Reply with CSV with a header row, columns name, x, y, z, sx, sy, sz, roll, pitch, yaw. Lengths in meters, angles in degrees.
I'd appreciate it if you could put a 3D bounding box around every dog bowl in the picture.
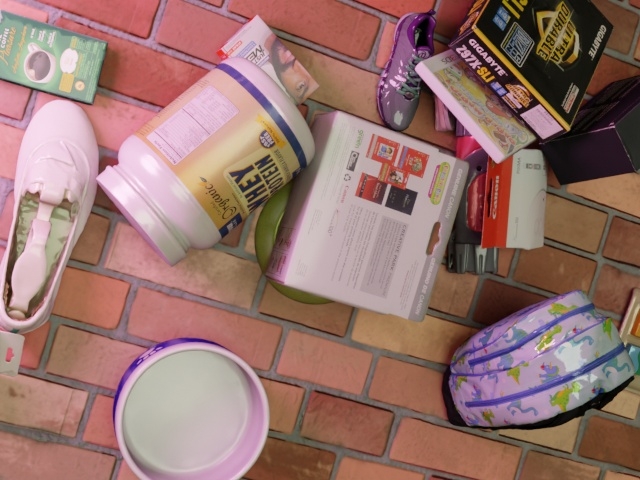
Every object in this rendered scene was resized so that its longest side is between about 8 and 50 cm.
name,x,y,z,sx,sy,sz,roll,pitch,yaw
dog bowl,-0.228,0.305,1.726,0.264,0.104,0.265,-1,94,-17

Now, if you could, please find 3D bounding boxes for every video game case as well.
name,x,y,z,sx,sy,sz,roll,pitch,yaw
video game case,0.301,-0.258,1.789,0.227,0.026,0.206,51,43,8

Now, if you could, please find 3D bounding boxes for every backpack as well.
name,x,y,z,sx,sy,sz,roll,pitch,yaw
backpack,0.399,0.225,1.779,0.290,0.355,0.273,-18,98,-14

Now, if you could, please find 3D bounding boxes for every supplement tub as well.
name,x,y,z,sx,sy,sz,roll,pitch,yaw
supplement tub,-0.190,-0.129,1.645,0.316,0.228,0.228,-41,104,-10

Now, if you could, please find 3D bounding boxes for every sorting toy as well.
name,x,y,z,sx,sy,sz,roll,pitch,yaw
sorting toy,0.695,0.222,2.032,0.193,0.038,0.208,19,88,-17

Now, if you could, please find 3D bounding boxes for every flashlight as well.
name,x,y,z,sx,sy,sz,roll,pitch,yaw
flashlight,0.303,-0.089,1.863,0.103,0.103,0.304,-1,93,-20

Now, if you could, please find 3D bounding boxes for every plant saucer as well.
name,x,y,z,sx,sy,sz,roll,pitch,yaw
plant saucer,0.000,0.000,1.810,0.241,0.037,0.241,-1,94,-16

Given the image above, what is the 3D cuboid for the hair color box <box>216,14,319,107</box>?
name,x,y,z,sx,sy,sz,roll,pitch,yaw
hair color box,-0.093,-0.305,1.754,0.093,0.053,0.167,-46,106,-10

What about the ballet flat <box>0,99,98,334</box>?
name,x,y,z,sx,sy,sz,roll,pitch,yaw
ballet flat,-0.449,-0.036,1.625,0.139,0.139,0.400,14,89,-17

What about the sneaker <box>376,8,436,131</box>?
name,x,y,z,sx,sy,sz,roll,pitch,yaw
sneaker,0.161,-0.312,1.806,0.083,0.098,0.224,8,91,-17

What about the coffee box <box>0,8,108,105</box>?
name,x,y,z,sx,sy,sz,roll,pitch,yaw
coffee box,-0.458,-0.304,1.651,0.184,0.040,0.113,13,89,-17

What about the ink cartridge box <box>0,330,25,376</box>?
name,x,y,z,sx,sy,sz,roll,pitch,yaw
ink cartridge box,-0.590,0.197,1.602,0.198,0.067,0.115,9,131,-17

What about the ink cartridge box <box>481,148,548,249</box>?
name,x,y,z,sx,sy,sz,roll,pitch,yaw
ink cartridge box,0.365,-0.077,1.830,0.066,0.232,0.189,5,95,23

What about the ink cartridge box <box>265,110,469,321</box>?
name,x,y,z,sx,sy,sz,roll,pitch,yaw
ink cartridge box,0.084,-0.037,1.746,0.271,0.130,0.310,19,88,-19

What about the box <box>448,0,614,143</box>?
name,x,y,z,sx,sy,sz,roll,pitch,yaw
box,0.394,-0.374,1.813,0.257,0.079,0.322,42,53,-13

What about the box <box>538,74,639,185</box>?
name,x,y,z,sx,sy,sz,roll,pitch,yaw
box,0.568,-0.219,1.853,0.261,0.184,0.103,-38,103,-30

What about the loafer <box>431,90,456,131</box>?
name,x,y,z,sx,sy,sz,roll,pitch,yaw
loafer,0.223,-0.266,1.859,0.045,0.039,0.125,-20,100,-58
